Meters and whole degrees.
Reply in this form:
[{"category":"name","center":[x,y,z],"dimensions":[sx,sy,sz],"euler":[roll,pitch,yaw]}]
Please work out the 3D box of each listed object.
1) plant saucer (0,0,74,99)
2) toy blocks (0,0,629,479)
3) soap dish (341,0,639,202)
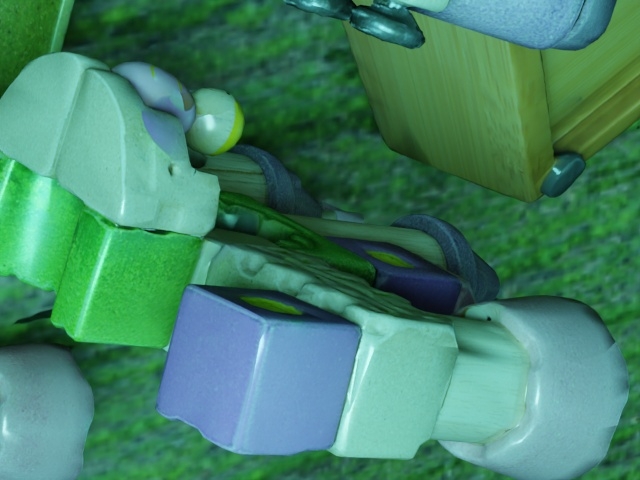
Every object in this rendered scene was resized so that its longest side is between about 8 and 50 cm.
[{"category":"plant saucer","center":[-0.195,-0.095,0.771],"dimensions":[0.188,0.045,0.188],"euler":[8,109,-28]},{"category":"toy blocks","center":[0.000,0.000,0.733],"dimensions":[0.260,0.289,0.309],"euler":[7,105,-43]},{"category":"soap dish","center":[0.138,-0.157,0.810],"dimensions":[0.291,0.118,0.229],"euler":[-39,157,-7]}]
